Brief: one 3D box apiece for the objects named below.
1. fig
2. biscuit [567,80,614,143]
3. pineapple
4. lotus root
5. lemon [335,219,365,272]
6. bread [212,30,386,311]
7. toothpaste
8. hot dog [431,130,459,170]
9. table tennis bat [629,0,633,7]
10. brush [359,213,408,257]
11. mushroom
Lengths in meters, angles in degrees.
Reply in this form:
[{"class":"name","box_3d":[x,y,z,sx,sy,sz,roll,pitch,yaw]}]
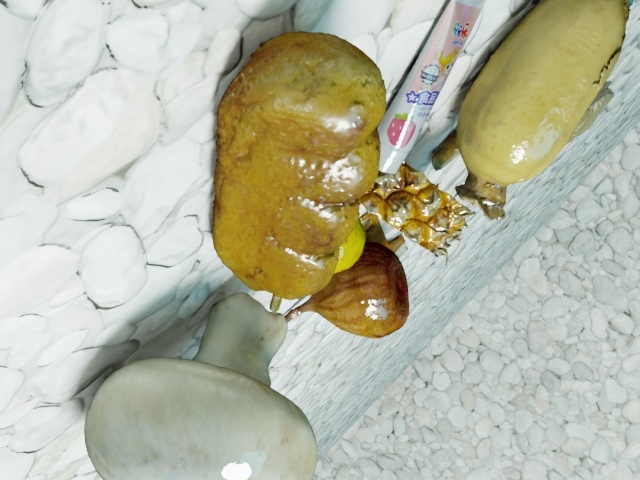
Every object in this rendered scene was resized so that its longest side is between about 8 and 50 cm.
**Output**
[{"class":"fig","box_3d":[0.027,0.087,0.941,0.201,0.134,0.146,-21,137,21]},{"class":"biscuit","box_3d":[0.469,-0.231,1.252,0.238,0.062,0.108,-32,158,-36]},{"class":"pineapple","box_3d":[0.129,-0.038,0.818,0.079,0.135,0.233,-50,160,12]},{"class":"lotus root","box_3d":[0.250,-0.175,0.786,0.303,0.130,0.146,-60,173,15]},{"class":"lemon","box_3d":[0.000,0.000,0.709,0.110,0.082,0.082,-7,140,-43]},{"class":"bread","box_3d":[-0.025,-0.032,0.558,0.344,0.124,0.084,105,5,-55]},{"class":"toothpaste","box_3d":[0.106,-0.159,0.667,0.067,0.043,0.195,-15,140,-51]},{"class":"hot dog","box_3d":[0.207,-0.150,0.915,0.137,0.028,0.044,-40,-173,-7]},{"class":"table tennis bat","box_3d":[0.389,-0.332,0.914,0.201,0.033,0.124,-23,154,-43]},{"class":"brush","box_3d":[0.090,0.009,1.026,0.090,0.017,0.314,-48,161,-1]},{"class":"mushroom","box_3d":[-0.113,0.170,0.688,0.243,0.243,0.244,-39,161,-17]}]
